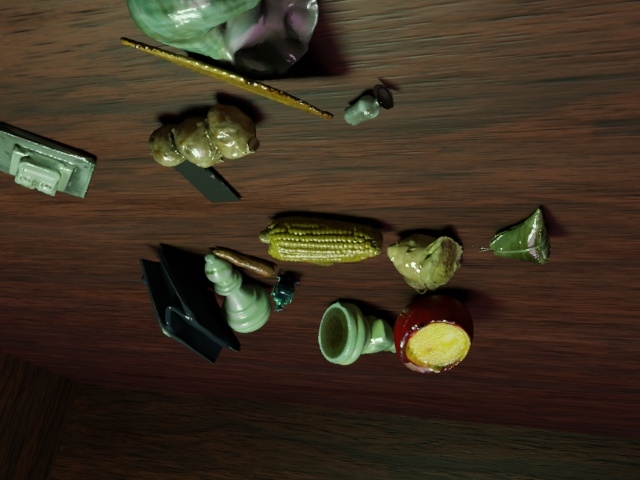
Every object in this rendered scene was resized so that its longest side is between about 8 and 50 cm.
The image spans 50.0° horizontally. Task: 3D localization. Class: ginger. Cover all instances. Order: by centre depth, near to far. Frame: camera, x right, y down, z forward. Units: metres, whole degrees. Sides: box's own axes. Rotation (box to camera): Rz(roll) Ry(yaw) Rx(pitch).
[{"bbox_3d":[-0.199,-0.171,1.150,0.204,0.080,0.104,-9,136,32],"label":"ginger"},{"bbox_3d":[0.221,0.043,1.459,0.123,0.115,0.193,22,172,31],"label":"ginger"}]

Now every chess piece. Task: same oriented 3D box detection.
[{"bbox_3d":[-0.234,0.118,1.777,0.139,0.139,0.271,0,144,23],"label":"chess piece"},{"bbox_3d":[0.157,0.269,1.933,0.298,0.175,0.176,10,160,-33],"label":"chess piece"}]

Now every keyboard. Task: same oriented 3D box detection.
[{"bbox_3d":[-0.232,-0.125,1.347,0.074,0.015,0.196,2,155,27],"label":"keyboard"}]

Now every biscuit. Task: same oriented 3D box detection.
[{"bbox_3d":[-0.121,-0.218,0.929,0.237,0.013,0.232,24,-171,22],"label":"biscuit"}]

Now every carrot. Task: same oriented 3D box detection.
[{"bbox_3d":[-0.189,0.052,1.697,0.165,0.035,0.035,20,154,-16],"label":"carrot"}]

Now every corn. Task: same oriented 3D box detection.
[{"bbox_3d":[0.000,0.000,1.432,0.262,0.097,0.097,4,155,12],"label":"corn"}]

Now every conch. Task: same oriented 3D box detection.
[{"bbox_3d":[-0.106,-0.289,0.755,0.220,0.195,0.277,-19,133,-10],"label":"conch"}]

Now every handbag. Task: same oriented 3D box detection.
[{"bbox_3d":[-0.353,0.169,1.802,0.118,0.269,0.325,-29,150,1],"label":"handbag"}]

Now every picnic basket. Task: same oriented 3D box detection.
[{"bbox_3d":[0.220,0.083,1.557,0.072,0.072,0.083,9,147,2],"label":"picnic basket"}]

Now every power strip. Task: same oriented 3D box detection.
[{"bbox_3d":[-0.571,-0.137,1.393,0.198,0.064,0.213,18,155,-19],"label":"power strip"}]

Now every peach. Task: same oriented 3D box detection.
[{"bbox_3d":[0.279,0.233,1.695,0.196,0.190,0.226,-21,-178,-16],"label":"peach"}]

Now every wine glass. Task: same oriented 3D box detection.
[{"bbox_3d":[0.069,-0.201,1.028,0.042,0.039,0.083,20,159,-32],"label":"wine glass"}]

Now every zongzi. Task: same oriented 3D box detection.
[{"bbox_3d":[0.361,-0.021,1.320,0.154,0.062,0.130,11,140,39],"label":"zongzi"}]

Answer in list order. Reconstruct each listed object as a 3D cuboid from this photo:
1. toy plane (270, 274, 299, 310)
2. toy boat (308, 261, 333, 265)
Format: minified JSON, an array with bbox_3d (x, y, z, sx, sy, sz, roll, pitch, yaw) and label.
[{"bbox_3d":[-0.097,0.142,1.792,0.060,0.096,0.235,15,174,-4],"label":"toy plane"},{"bbox_3d":[-0.034,0.026,1.558,0.149,0.047,0.049,20,155,-23],"label":"toy boat"}]
